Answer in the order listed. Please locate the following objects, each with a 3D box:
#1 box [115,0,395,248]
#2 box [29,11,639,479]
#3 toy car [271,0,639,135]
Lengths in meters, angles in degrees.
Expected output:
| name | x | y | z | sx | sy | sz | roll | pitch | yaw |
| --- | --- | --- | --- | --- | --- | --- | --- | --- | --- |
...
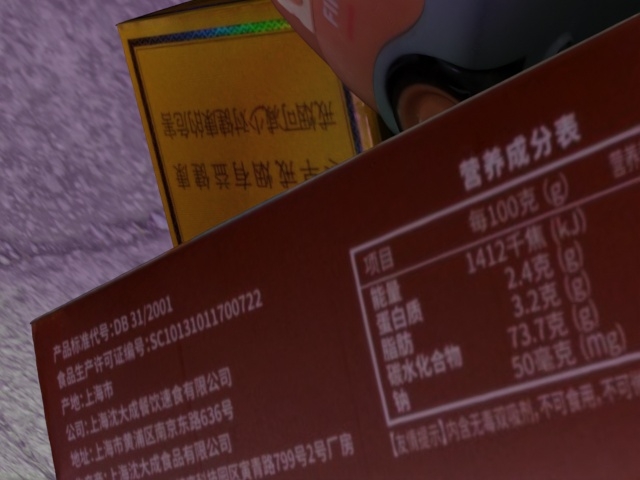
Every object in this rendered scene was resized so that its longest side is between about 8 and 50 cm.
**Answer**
| name | x | y | z | sx | sy | sz | roll | pitch | yaw |
| --- | --- | --- | --- | --- | --- | --- | --- | --- | --- |
| box | 0.000 | 0.000 | 0.821 | 0.192 | 0.084 | 0.302 | 1 | 110 | 45 |
| box | 0.133 | 0.026 | 0.541 | 0.385 | 0.344 | 0.122 | -24 | 75 | 47 |
| toy car | 0.057 | -0.173 | 0.577 | 0.212 | 0.180 | 0.270 | 36 | 150 | 22 |
